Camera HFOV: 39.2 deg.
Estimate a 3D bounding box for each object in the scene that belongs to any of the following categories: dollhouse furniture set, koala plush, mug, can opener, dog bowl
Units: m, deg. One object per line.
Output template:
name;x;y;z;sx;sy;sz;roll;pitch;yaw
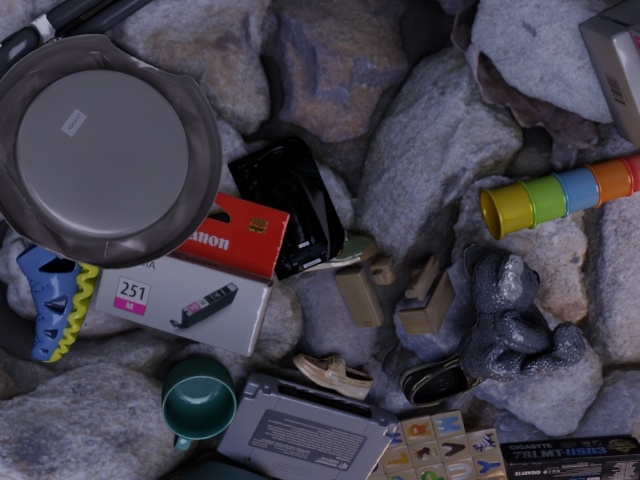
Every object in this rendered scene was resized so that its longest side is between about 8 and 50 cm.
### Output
dollhouse furniture set;0.138;0.081;1.623;0.151;0.123;0.144;-8;118;32
koala plush;0.322;0.115;1.574;0.203;0.196;0.221;-18;106;-11
mug;-0.228;0.280;1.600;0.157;0.097;0.129;-35;114;6
can opener;-0.373;-0.314;1.336;0.283;0.095;0.076;-30;114;10
dog bowl;-0.327;-0.127;1.351;0.348;0.102;0.349;2;85;-21

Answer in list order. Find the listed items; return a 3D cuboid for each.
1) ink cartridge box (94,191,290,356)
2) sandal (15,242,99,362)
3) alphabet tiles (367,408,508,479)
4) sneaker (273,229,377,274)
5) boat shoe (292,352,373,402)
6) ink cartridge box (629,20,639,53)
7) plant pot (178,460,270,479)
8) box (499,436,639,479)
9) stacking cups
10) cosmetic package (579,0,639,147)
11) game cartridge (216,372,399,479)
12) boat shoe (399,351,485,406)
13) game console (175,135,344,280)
ink cartridge box;-0.209;0.036;1.468;0.275;0.060;0.239;17;103;4
sandal;-0.429;0.044;1.464;0.138;0.126;0.317;14;99;-14
alphabet tiles;0.189;0.466;1.757;0.342;0.011;0.285;-13;114;8
sneaker;0.000;0.000;1.544;0.192;0.064;0.086;-11;118;-2
boat shoe;0.026;0.239;1.651;0.170;0.063;0.059;30;101;-29
ink cartridge box;0.628;-0.247;1.409;0.185;0.065;0.311;-32;111;3
plant pot;-0.176;0.515;1.632;0.290;0.290;0.195;25;70;-18
box;0.502;0.550;1.849;0.295;0.073;0.293;-3;114;-7
stacking cups;0.442;-0.094;1.576;0.316;0.096;0.096;-19;114;-5
cosmetic package;0.587;-0.301;1.487;0.224;0.138;0.224;-27;114;3
game cartridge;-0.029;0.361;1.658;0.297;0.062;0.198;19;123;-15
boat shoe;0.264;0.253;1.690;0.227;0.069;0.081;-21;113;-1
game console;-0.153;-0.015;1.503;0.361;0.044;0.213;-22;97;10
